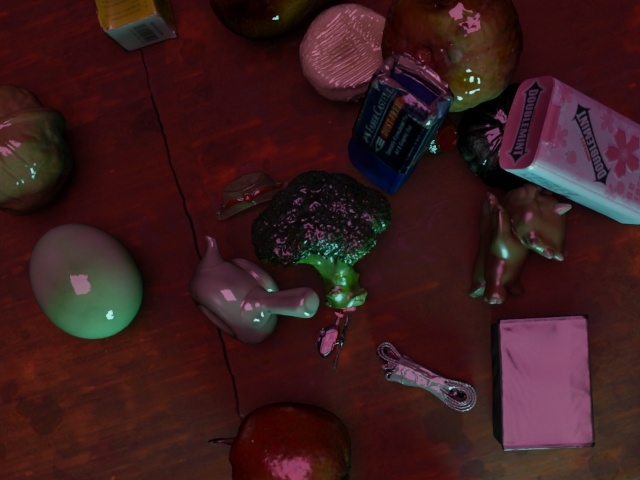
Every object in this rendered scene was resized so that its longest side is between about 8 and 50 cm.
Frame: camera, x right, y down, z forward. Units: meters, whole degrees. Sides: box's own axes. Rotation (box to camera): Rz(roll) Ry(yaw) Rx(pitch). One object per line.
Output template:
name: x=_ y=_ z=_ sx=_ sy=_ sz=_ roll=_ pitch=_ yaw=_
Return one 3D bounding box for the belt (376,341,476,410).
belt: x=0.218 y=0.290 z=1.776 sx=0.232 sy=0.053 sz=0.071 roll=26 pitch=89 yaw=10

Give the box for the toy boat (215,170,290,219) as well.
toy boat: x=-0.156 y=-0.104 z=1.865 sx=0.185 sy=0.071 sz=0.089 roll=-21 pitch=39 yaw=5

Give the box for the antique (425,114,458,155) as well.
antique: x=0.239 y=-0.231 z=1.807 sx=0.104 sy=0.104 sz=0.104 roll=-1 pitch=84 yaw=8

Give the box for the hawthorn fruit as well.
hawthorn fruit: x=-0.088 y=0.449 z=1.710 sx=0.300 sy=0.254 sz=0.254 roll=6 pitch=85 yaw=12

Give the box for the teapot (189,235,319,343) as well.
teapot: x=-0.132 y=0.133 z=1.748 sx=0.318 sy=0.220 sz=0.149 roll=29 pitch=70 yaw=30

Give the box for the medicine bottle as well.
medicine bottle: x=-0.434 y=-0.576 z=1.921 sx=0.141 sy=0.137 sz=0.250 roll=-17 pitch=81 yaw=6

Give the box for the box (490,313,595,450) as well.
box: x=0.439 y=0.280 z=1.695 sx=0.188 sy=0.153 sz=0.252 roll=-4 pitch=83 yaw=6

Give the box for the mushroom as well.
mushroom: x=-0.092 y=-0.596 z=1.795 sx=0.346 sy=0.259 sz=0.345 roll=-14 pitch=43 yaw=13

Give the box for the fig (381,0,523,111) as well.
fig: x=0.301 y=-0.419 z=1.729 sx=0.286 sy=0.369 sz=0.286 roll=15 pitch=117 yaw=31

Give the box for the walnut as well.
walnut: x=-0.683 y=-0.204 z=1.849 sx=0.282 sy=0.277 sz=0.253 roll=32 pitch=81 yaw=-2

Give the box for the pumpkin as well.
pumpkin: x=0.392 y=-0.213 z=1.751 sx=0.221 sy=0.162 sz=0.220 roll=-2 pitch=80 yaw=11

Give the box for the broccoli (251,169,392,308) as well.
broccoli: x=0.000 y=0.000 z=1.756 sx=0.298 sy=0.297 sz=0.297 roll=-8 pitch=109 yaw=7

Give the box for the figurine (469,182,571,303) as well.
figurine: x=0.415 y=0.008 z=1.718 sx=0.173 sy=0.177 sz=0.247 roll=4 pitch=93 yaw=-8

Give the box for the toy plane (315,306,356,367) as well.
toy plane: x=0.030 y=0.199 z=1.822 sx=0.060 sy=0.037 sz=0.145 roll=20 pitch=88 yaw=6

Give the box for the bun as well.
bun: x=0.060 y=-0.397 z=1.833 sx=0.220 sy=0.134 sz=0.220 roll=-2 pitch=80 yaw=12

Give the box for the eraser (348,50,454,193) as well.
eraser: x=0.149 y=-0.230 z=1.698 sx=0.155 sy=0.332 sz=0.101 roll=40 pitch=66 yaw=8

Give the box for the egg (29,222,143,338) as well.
egg: x=-0.505 y=0.084 z=1.818 sx=0.220 sy=0.220 sz=0.269 roll=-39 pitch=81 yaw=3

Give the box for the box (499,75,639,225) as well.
box: x=0.530 y=-0.167 z=1.658 sx=0.370 sy=0.112 sz=0.190 roll=20 pitch=85 yaw=-30
